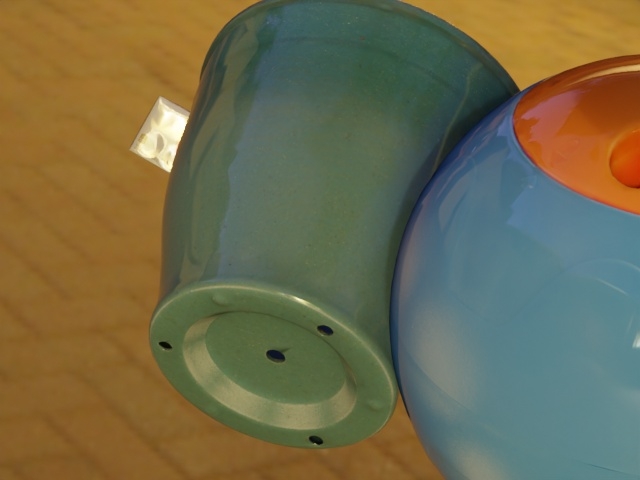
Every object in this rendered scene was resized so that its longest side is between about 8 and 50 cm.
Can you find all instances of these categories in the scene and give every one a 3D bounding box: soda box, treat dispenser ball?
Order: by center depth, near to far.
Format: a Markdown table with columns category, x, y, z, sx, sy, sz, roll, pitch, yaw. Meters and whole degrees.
| category | x | y | z | sx | sy | sz | roll | pitch | yaw |
| --- | --- | --- | --- | --- | --- | --- | --- | --- | --- |
| treat dispenser ball | 0.181 | 0.042 | 0.979 | 0.288 | 0.288 | 0.288 | 11 | 20 | -4 |
| soda box | -0.107 | -0.082 | 2.058 | 0.216 | 0.074 | 0.069 | 30 | 3 | -3 |

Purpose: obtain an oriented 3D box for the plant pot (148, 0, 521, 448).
| category | x | y | z | sx | sy | sz | roll | pitch | yaw |
| --- | --- | --- | --- | --- | --- | --- | --- | --- | --- |
| plant pot | 0.000 | 0.000 | 1.322 | 0.271 | 0.272 | 0.255 | 15 | 50 | 8 |
